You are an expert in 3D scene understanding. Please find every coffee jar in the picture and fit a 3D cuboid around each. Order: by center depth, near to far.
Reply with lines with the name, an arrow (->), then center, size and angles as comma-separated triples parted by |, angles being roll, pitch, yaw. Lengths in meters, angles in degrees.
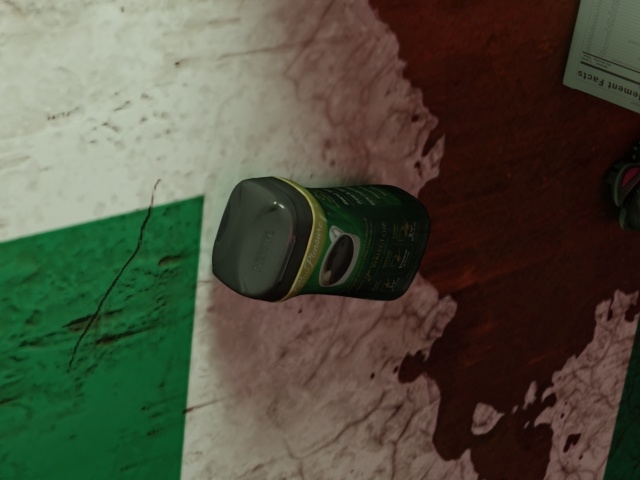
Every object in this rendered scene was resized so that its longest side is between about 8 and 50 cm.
coffee jar -> 0.000, 0.000, 1.190 | 0.184, 0.079, 0.096 | 2, 113, -48

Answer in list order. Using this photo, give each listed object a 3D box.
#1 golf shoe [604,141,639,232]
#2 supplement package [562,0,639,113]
golf shoe -> 0.416, -0.105, 1.534 | 0.273, 0.120, 0.105 | -52, 137, -12
supplement package -> 0.335, -0.242, 1.353 | 0.134, 0.139, 0.244 | -12, 121, -42
